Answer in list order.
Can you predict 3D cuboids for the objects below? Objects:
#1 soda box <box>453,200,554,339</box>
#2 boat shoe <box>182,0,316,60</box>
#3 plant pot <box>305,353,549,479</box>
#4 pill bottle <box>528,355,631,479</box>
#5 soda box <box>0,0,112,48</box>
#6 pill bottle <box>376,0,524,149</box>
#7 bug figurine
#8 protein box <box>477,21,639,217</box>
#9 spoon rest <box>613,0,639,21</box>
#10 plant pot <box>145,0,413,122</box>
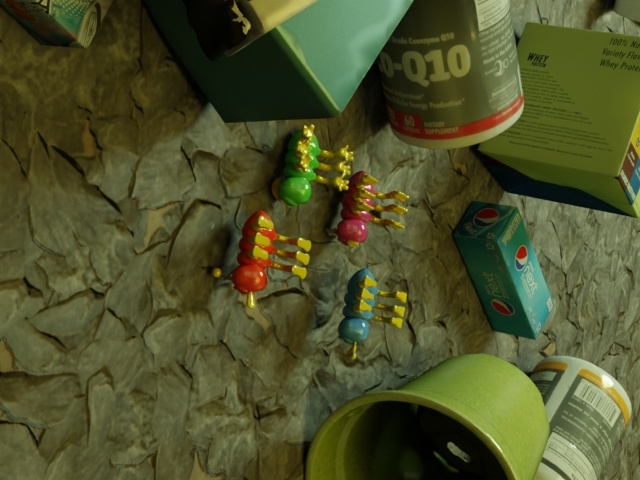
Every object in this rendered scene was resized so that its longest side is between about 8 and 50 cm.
[{"bbox_3d":[0.255,0.043,1.748,0.067,0.071,0.210,-56,138,-29],"label":"soda box"},{"bbox_3d":[0.007,-0.298,1.051,0.340,0.127,0.158,-37,100,-27],"label":"boat shoe"},{"bbox_3d":[0.160,0.265,1.553,0.254,0.276,0.276,-32,124,-58],"label":"plant pot"},{"bbox_3d":[0.327,0.316,1.845,0.278,0.162,0.162,-53,136,-30],"label":"pill bottle"},{"bbox_3d":[-0.247,-0.231,1.019,0.183,0.058,0.063,45,64,-48],"label":"soda box"},{"bbox_3d":[0.132,-0.261,1.431,0.161,0.161,0.283,-42,130,-39],"label":"pill bottle"},{"bbox_3d":[0.000,0.000,1.399,0.279,0.072,0.216,31,68,-47],"label":"bug figurine"},{"bbox_3d":[0.352,-0.163,1.708,0.136,0.200,0.201,44,64,-56],"label":"protein box"},{"bbox_3d":[0.518,-0.395,1.995,0.276,0.084,0.137,-38,130,-59],"label":"spoon rest"},{"bbox_3d":[-0.065,-0.251,1.178,0.234,0.166,0.165,50,59,-33],"label":"plant pot"}]
